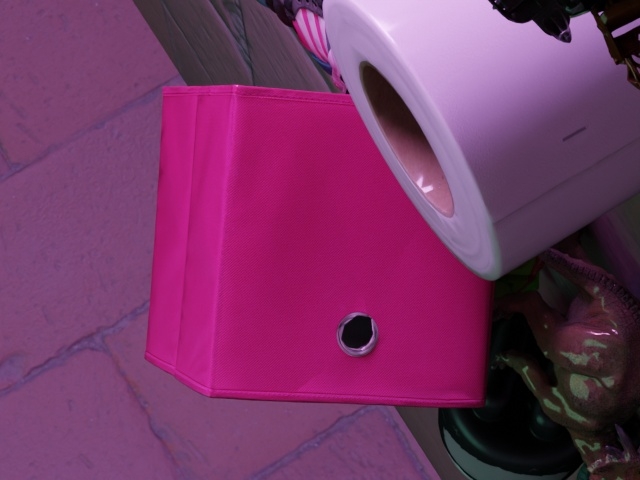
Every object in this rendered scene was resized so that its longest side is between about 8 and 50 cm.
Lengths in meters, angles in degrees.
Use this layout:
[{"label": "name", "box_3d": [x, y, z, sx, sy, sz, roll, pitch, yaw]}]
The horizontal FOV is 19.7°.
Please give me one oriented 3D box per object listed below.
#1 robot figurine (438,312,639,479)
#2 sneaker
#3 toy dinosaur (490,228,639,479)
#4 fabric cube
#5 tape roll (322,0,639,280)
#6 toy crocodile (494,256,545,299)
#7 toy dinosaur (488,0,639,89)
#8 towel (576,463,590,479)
[{"label": "robot figurine", "box_3d": [0.207, 0.171, 1.902, 0.209, 0.173, 0.278, 57, 171, 16]}, {"label": "sneaker", "box_3d": [0.007, -0.234, 1.586, 0.178, 0.124, 0.295, 49, 173, 3]}, {"label": "toy dinosaur", "box_3d": [0.256, 0.116, 1.633, 0.200, 0.127, 0.296, 42, 151, 44]}, {"label": "fabric cube", "box_3d": [0.000, 0.000, 1.630, 0.259, 0.254, 0.258, -166, 81, -72]}, {"label": "tape roll", "box_3d": [0.133, -0.115, 1.349, 0.246, 0.169, 0.246, 58, 172, 13]}, {"label": "toy crocodile", "box_3d": [0.175, -0.009, 1.730, 0.340, 0.105, 0.115, 96, 175, -68]}, {"label": "toy dinosaur", "box_3d": [0.167, -0.193, 1.090, 0.322, 0.164, 0.218, 43, -169, 5]}, {"label": "towel", "box_3d": [0.255, 0.390, 1.954, 0.370, 0.040, 0.271, -15, -62, -77]}]
